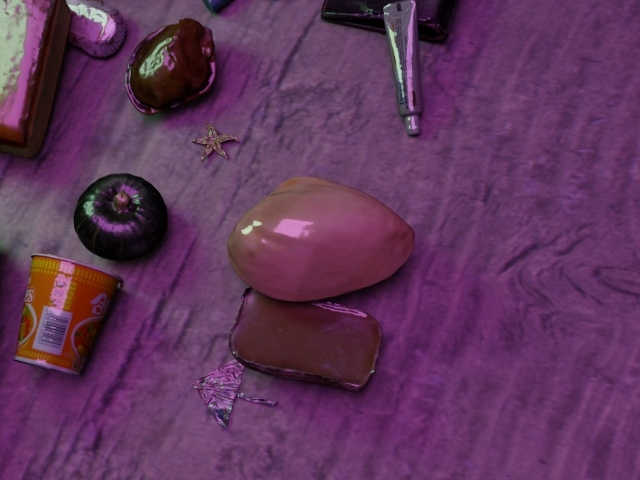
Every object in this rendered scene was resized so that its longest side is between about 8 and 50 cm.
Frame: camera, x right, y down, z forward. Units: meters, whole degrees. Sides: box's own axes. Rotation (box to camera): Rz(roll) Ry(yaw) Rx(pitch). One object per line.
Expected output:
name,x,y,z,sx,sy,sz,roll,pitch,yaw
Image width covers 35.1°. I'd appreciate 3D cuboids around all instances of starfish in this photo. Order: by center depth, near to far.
starfish,-0.200,-0.191,1.915,0.092,0.016,0.086,-8,70,8

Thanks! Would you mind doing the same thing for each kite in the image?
kite,-0.148,0.261,1.737,0.157,0.011,0.139,13,73,11

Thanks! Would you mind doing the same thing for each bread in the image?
bread,-0.659,-0.339,1.925,0.324,0.143,0.333,7,80,8

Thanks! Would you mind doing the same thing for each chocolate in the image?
chocolate,-0.024,0.181,1.717,0.261,0.083,0.161,14,53,11

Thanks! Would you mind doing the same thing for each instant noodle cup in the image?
instant noodle cup,-0.445,0.133,1.747,0.168,0.168,0.185,12,78,10

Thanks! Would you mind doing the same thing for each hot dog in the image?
hot dog,-0.476,-0.435,2.015,0.191,0.059,0.108,25,83,12

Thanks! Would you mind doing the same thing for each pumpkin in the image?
pumpkin,-0.359,-0.043,1.814,0.167,0.125,0.167,-7,61,12

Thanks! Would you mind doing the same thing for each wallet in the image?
wallet,0.149,-0.507,1.980,0.262,0.071,0.221,12,71,17

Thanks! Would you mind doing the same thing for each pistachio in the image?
pistachio,0.000,0.000,1.728,0.318,0.193,0.213,2,82,-3
pistachio,-0.283,-0.329,1.918,0.165,0.130,0.210,36,84,14

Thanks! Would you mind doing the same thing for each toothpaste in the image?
toothpaste,0.161,-0.322,1.888,0.067,0.037,0.255,-9,85,24

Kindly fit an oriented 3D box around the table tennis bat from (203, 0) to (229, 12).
table tennis bat,-0.102,-0.568,2.041,0.329,0.044,0.215,-39,71,-12
